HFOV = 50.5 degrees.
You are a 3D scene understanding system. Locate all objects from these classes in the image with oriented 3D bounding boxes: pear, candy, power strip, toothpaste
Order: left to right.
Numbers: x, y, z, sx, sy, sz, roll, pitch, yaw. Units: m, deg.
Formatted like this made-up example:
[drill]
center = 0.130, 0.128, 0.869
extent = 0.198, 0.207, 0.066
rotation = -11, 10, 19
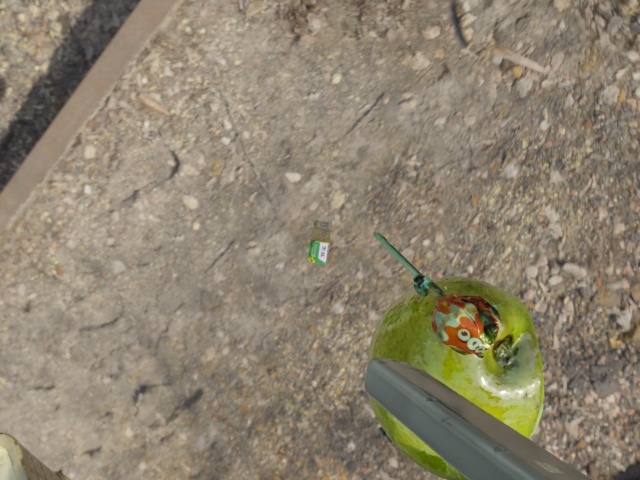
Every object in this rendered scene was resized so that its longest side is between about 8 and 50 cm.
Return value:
[toothpaste]
center = 0.000, 0.000, 1.293
extent = 0.037, 0.178, 0.043
rotation = 8, 104, 1
[candy]
center = 0.087, 0.035, 0.578
extent = 0.049, 0.185, 0.055
rotation = -46, 126, 4
[pear]
center = 0.222, 0.199, 1.134
extent = 0.238, 0.342, 0.318
rotation = 1, 144, -16
[power strip]
center = 0.103, 0.126, 0.415
extent = 0.060, 0.252, 0.027
rotation = 19, 92, -25

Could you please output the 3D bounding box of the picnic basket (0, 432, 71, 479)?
[picnic basket]
center = -0.278, 0.356, 0.540
extent = 0.313, 0.228, 0.175
rotation = 56, 161, 26
